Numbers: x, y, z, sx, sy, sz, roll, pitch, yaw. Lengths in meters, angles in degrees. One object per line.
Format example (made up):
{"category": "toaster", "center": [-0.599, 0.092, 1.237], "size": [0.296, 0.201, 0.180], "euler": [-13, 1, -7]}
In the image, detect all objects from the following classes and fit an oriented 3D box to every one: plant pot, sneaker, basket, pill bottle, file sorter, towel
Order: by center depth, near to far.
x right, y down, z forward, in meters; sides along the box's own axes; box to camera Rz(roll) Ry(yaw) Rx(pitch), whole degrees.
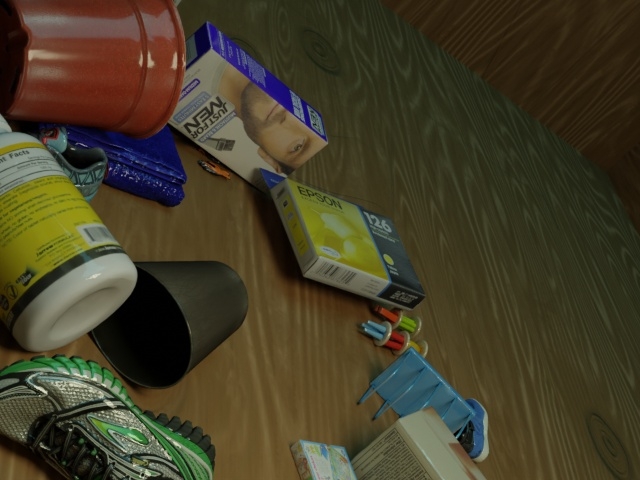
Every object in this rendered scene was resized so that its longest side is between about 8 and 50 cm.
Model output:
{"category": "sneaker", "center": [-0.271, 0.259, 1.350], "size": [0.344, 0.134, 0.146], "euler": [32, 29, -26]}
{"category": "pill bottle", "center": [-0.420, -0.025, 1.496], "size": [0.334, 0.188, 0.188], "euler": [51, 26, 14]}
{"category": "basket", "center": [-0.216, 0.109, 1.646], "size": [0.204, 0.154, 0.227], "euler": [51, 23, 11]}
{"category": "sneaker", "center": [-0.452, -0.146, 1.699], "size": [0.262, 0.125, 0.104], "euler": [20, 35, -41]}
{"category": "plant pot", "center": [-0.402, -0.294, 1.722], "size": [0.265, 0.272, 0.272], "euler": [-7, 55, -43]}
{"category": "towel", "center": [-0.382, -0.193, 1.932], "size": [0.308, 0.076, 0.227], "euler": [23, 34, -37]}
{"category": "file sorter", "center": [0.171, 0.304, 1.950], "size": [0.170, 0.118, 0.104], "euler": [46, 28, 4]}
{"category": "sneaker", "center": [0.281, 0.352, 2.104], "size": [0.085, 0.058, 0.152], "euler": [41, 31, -28]}

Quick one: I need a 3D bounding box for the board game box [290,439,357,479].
{"category": "board game box", "center": [0.020, 0.390, 1.702], "size": [0.103, 0.026, 0.154], "euler": [20, 35, -41]}

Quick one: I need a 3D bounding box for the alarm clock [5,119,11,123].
{"category": "alarm clock", "center": [-0.564, -0.229, 1.741], "size": [0.129, 0.064, 0.192], "euler": [46, 29, 4]}

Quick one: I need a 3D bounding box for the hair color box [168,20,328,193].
{"category": "hair color box", "center": [-0.166, -0.259, 2.170], "size": [0.339, 0.185, 0.110], "euler": [35, 28, -36]}

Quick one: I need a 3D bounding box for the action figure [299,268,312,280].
{"category": "action figure", "center": [0.000, 0.000, 2.226], "size": [0.137, 0.063, 0.232], "euler": [24, 28, -30]}

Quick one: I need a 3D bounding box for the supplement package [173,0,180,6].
{"category": "supplement package", "center": [-0.407, -0.515, 2.240], "size": [0.203, 0.194, 0.149], "euler": [38, 26, -15]}

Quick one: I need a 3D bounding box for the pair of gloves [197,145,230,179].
{"category": "pair of gloves", "center": [-0.218, -0.158, 2.195], "size": [0.074, 0.010, 0.083], "euler": [28, 27, -28]}

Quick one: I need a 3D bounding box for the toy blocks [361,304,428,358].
{"category": "toy blocks", "center": [0.139, 0.173, 2.171], "size": [0.148, 0.054, 0.123], "euler": [28, 30, -29]}

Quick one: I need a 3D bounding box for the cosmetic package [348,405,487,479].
{"category": "cosmetic package", "center": [0.194, 0.435, 1.749], "size": [0.296, 0.153, 0.129], "euler": [55, 28, 18]}

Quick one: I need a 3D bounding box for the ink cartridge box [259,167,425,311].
{"category": "ink cartridge box", "center": [0.046, -0.019, 2.173], "size": [0.304, 0.072, 0.307], "euler": [19, 38, -39]}
